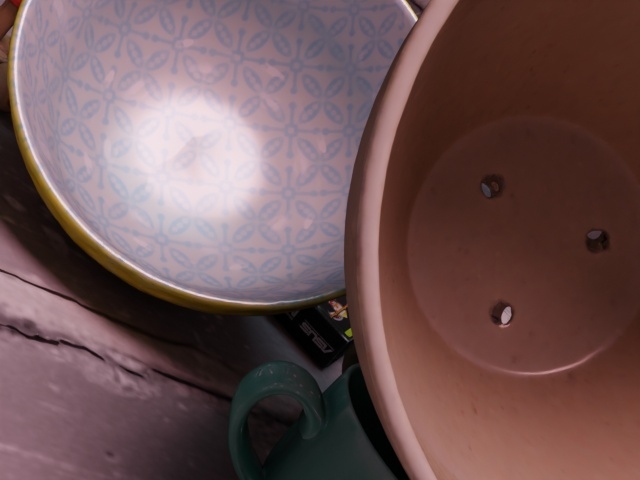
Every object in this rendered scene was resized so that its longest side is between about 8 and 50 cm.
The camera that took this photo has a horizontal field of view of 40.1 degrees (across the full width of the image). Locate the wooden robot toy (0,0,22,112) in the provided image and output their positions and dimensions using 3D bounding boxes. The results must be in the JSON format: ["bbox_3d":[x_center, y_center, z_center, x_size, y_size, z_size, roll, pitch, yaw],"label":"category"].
[{"bbox_3d":[-0.223,-0.130,0.620,0.173,0.076,0.079,19,39,-54],"label":"wooden robot toy"}]

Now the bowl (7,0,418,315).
[{"bbox_3d":[-0.070,-0.073,0.617,0.289,0.289,0.156,42,-27,-4],"label":"bowl"}]

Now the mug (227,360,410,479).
[{"bbox_3d":[0.021,0.135,0.463,0.158,0.097,0.129,47,16,15],"label":"mug"}]

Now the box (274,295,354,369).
[{"bbox_3d":[0.000,0.000,0.766,0.184,0.045,0.190,47,35,10],"label":"box"}]

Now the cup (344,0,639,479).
[{"bbox_3d":[0.154,0.006,0.452,0.331,0.331,0.237,41,-7,-8],"label":"cup"}]

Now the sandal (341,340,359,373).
[{"bbox_3d":[0.097,0.187,0.539,0.086,0.120,0.303,-20,57,-38],"label":"sandal"}]

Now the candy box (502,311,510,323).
[{"bbox_3d":[0.134,0.082,0.926,0.233,0.071,0.159,43,16,3],"label":"candy box"}]
